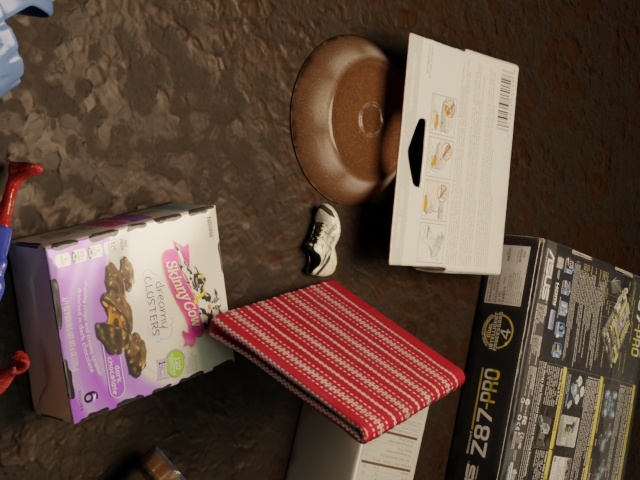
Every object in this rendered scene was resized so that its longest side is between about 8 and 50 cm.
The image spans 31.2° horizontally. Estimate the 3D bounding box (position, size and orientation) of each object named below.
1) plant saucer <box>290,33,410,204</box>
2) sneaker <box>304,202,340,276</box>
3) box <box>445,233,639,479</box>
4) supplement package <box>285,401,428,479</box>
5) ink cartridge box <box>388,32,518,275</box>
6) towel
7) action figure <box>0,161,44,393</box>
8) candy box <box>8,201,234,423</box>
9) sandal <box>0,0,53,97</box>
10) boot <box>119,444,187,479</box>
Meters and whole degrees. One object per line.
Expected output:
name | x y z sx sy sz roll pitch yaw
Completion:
plant saucer | 0.048 -0.140 1.328 0.198 0.036 0.199 -3 95 -45
sneaker | 0.000 0.000 1.293 0.037 0.032 0.083 -4 96 -45
box | 0.326 0.214 1.592 0.318 0.097 0.395 16 82 -43
supplement package | 0.042 0.229 1.302 0.105 0.105 0.179 22 78 -44
ink cartridge box | 0.148 -0.098 1.405 0.239 0.060 0.275 5 90 -48
towel | 0.026 0.118 1.179 0.275 0.199 0.031 -12 133 -63
action figure | -0.286 0.064 0.942 0.091 0.139 0.280 16 85 -34
candy box | -0.183 0.061 1.087 0.196 0.070 0.165 -18 105 -43
sandal | -0.336 -0.186 0.886 0.317 0.126 0.138 3 95 -44
boot | -0.150 0.310 1.155 0.106 0.082 0.219 -39 121 -14
